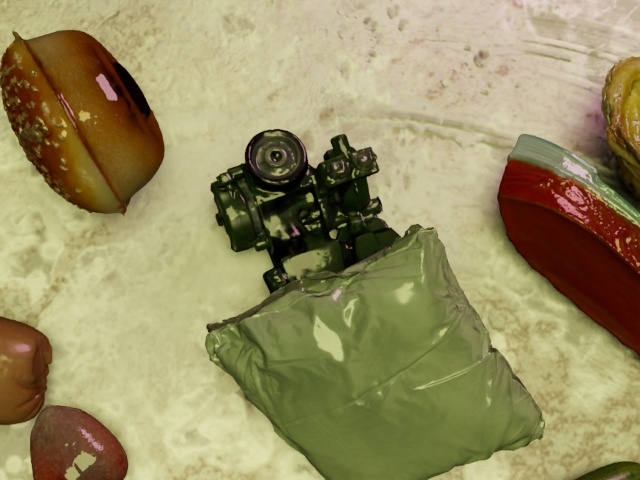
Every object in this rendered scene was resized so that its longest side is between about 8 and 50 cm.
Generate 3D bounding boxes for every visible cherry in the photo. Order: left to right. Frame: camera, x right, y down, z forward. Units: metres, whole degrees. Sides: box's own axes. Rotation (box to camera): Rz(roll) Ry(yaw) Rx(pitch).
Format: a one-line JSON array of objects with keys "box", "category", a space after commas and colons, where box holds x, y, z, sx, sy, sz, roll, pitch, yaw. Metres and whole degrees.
[{"box": [-0.272, 0.248, 1.382, 0.106, 0.087, 0.126, -11, 71, -8], "category": "cherry"}]

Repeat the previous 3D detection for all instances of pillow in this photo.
[{"box": [0.071, 0.152, 1.333, 0.283, 0.138, 0.310, -29, 113, 19], "category": "pillow"}]

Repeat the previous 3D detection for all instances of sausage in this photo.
[{"box": [-0.453, 0.123, 1.368, 0.304, 0.121, 0.121, 14, 81, -5], "category": "sausage"}]

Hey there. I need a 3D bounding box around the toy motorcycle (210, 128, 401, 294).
[{"box": [0.000, 0.000, 1.420, 0.205, 0.127, 0.275, -19, 81, -10], "category": "toy motorcycle"}]

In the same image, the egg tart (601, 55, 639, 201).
[{"box": [0.430, -0.102, 1.447, 0.279, 0.095, 0.279, 19, 45, -20], "category": "egg tart"}]

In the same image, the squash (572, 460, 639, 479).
[{"box": [0.290, 0.319, 1.428, 0.258, 0.069, 0.069, -27, 85, -8], "category": "squash"}]

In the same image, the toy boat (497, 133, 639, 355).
[{"box": [0.348, 0.000, 1.447, 0.332, 0.145, 0.133, 41, 58, 0], "category": "toy boat"}]

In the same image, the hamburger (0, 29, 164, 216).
[{"box": [-0.267, -0.130, 1.365, 0.147, 0.237, 0.237, -32, 86, 2], "category": "hamburger"}]
